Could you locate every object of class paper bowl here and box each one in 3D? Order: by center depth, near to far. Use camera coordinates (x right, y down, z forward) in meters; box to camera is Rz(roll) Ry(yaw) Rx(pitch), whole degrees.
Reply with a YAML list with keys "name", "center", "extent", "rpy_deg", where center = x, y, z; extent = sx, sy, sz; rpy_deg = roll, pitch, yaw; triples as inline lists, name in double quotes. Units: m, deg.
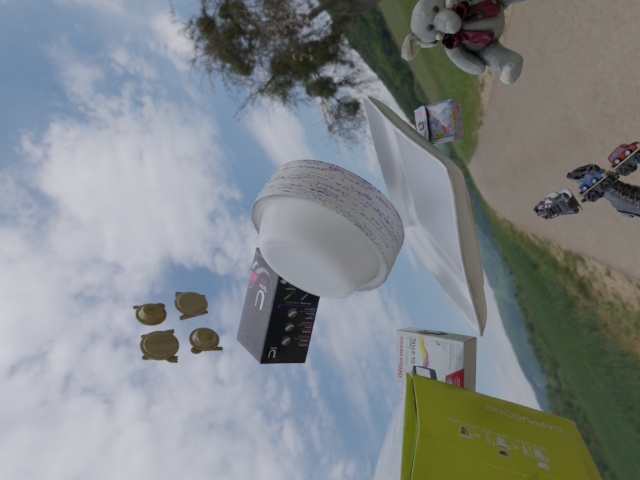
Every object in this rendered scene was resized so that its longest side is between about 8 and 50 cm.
- name: "paper bowl"
  center: [0.000, 0.000, 0.885]
  extent: [0.284, 0.284, 0.148]
  rpy_deg: [50, -124, -36]

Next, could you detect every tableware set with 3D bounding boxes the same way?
- name: "tableware set"
  center: [-0.260, 0.153, 0.858]
  extent: [0.140, 0.020, 0.169]
  rpy_deg: [-3, -141, -30]

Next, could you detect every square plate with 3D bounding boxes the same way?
- name: "square plate"
  center: [0.186, -0.060, 0.832]
  extent: [0.344, 0.049, 0.348]
  rpy_deg: [-115, 1, -53]

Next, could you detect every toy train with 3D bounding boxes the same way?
- name: "toy train"
  center: [0.377, -0.102, 0.585]
  extent: [0.027, 0.158, 0.036]
  rpy_deg: [-24, -112, -33]

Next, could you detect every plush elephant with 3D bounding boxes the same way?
- name: "plush elephant"
  center: [0.360, -0.583, 1.258]
  extent: [0.330, 0.255, 0.272]
  rpy_deg: [48, 142, 48]

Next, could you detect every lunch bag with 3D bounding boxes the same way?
- name: "lunch bag"
  center: [0.211, -0.211, 0.864]
  extent: [0.053, 0.083, 0.071]
  rpy_deg: [-11, -84, -48]

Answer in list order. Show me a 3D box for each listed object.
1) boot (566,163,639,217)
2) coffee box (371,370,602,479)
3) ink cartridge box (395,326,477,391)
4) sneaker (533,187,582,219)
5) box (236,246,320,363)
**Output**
- name: "boot"
  center: [0.873, -0.150, 1.387]
  extent: [0.228, 0.091, 0.263]
  rpy_deg: [30, 177, -7]
- name: "coffee box"
  center: [0.264, 0.495, 0.823]
  extent: [0.338, 0.337, 0.335]
  rpy_deg: [-56, -21, -69]
- name: "ink cartridge box"
  center: [0.263, 0.277, 1.099]
  extent: [0.072, 0.175, 0.128]
  rpy_deg: [1, -90, -49]
- name: "sneaker"
  center: [0.612, -0.082, 1.238]
  extent: [0.072, 0.077, 0.178]
  rpy_deg: [57, -173, 5]
- name: "box"
  center: [-0.108, 0.172, 1.270]
  extent: [0.143, 0.165, 0.271]
  rpy_deg: [8, -82, -34]
